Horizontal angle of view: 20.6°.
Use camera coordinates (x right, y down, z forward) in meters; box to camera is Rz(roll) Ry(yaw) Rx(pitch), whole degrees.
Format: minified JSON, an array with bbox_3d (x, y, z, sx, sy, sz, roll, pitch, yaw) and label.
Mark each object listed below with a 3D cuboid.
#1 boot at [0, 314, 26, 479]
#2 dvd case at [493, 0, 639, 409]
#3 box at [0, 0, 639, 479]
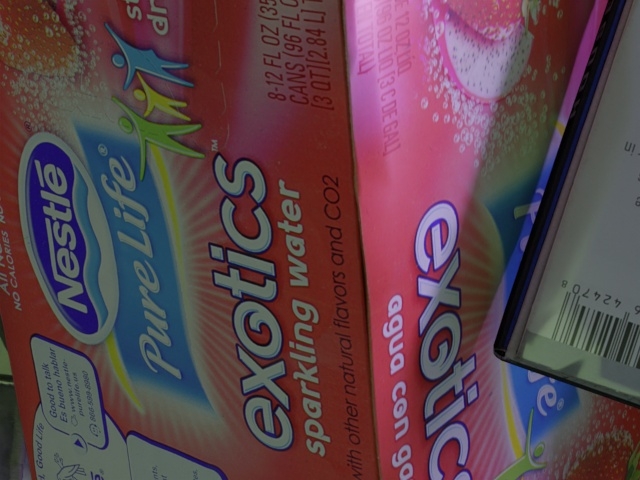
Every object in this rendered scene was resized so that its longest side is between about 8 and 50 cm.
[{"bbox_3d":[-0.213,0.015,0.694,0.208,0.076,0.190,6,119,2],"label":"boot"},{"bbox_3d":[0.167,-0.053,0.466,0.179,0.029,0.239,19,87,-3],"label":"dvd case"},{"bbox_3d":[0.000,0.000,0.527,0.154,0.142,0.300,16,124,37],"label":"box"}]
